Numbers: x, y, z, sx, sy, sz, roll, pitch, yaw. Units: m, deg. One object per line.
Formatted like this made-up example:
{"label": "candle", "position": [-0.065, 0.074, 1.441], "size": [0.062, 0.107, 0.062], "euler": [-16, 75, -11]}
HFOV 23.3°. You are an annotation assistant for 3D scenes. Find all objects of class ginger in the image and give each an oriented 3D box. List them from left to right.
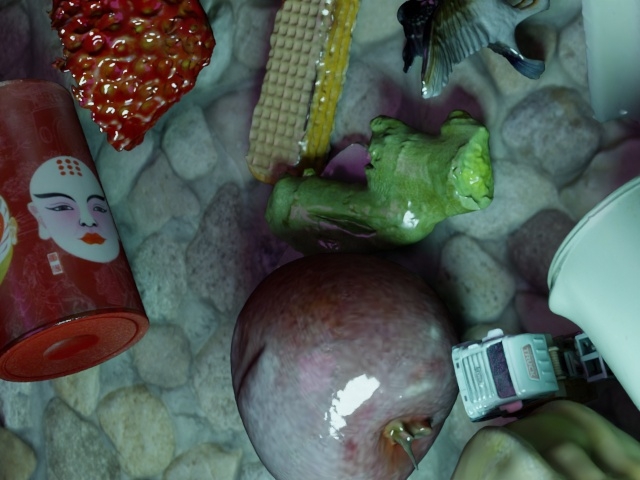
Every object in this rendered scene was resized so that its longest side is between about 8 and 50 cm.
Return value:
{"label": "ginger", "position": [0.063, -0.055, 1.669], "size": [0.290, 0.089, 0.137], "euler": [-29, 96, 36]}

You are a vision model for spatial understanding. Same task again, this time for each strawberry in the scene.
{"label": "strawberry", "position": [-0.216, -0.235, 1.894], "size": [0.178, 0.234, 0.234], "euler": [-20, 72, 7]}

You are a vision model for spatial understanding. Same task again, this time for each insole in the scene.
{"label": "insole", "position": [0.000, 0.000, 1.764], "size": [0.081, 0.011, 0.248], "euler": [38, 111, 19]}

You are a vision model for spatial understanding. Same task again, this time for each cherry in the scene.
{"label": "cherry", "position": [0.019, 0.133, 1.619], "size": [0.307, 0.221, 0.261], "euler": [50, 122, 48]}

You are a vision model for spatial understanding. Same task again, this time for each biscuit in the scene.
{"label": "biscuit", "position": [-0.008, -0.243, 1.762], "size": [0.094, 0.054, 0.378], "euler": [18, 100, 41]}

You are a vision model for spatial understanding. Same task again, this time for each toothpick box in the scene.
{"label": "toothpick box", "position": [-0.361, -0.012, 1.960], "size": [0.204, 0.204, 0.333], "euler": [-35, 67, 34]}

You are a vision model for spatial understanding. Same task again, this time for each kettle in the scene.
{"label": "kettle", "position": [0.377, 0.082, 1.320], "size": [0.265, 0.205, 0.318], "euler": [-52, 55, 29]}

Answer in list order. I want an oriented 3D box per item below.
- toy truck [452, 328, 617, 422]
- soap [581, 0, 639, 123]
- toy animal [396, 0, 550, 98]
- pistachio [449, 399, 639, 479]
{"label": "toy truck", "position": [0.213, 0.122, 1.473], "size": [0.115, 0.178, 0.080], "euler": [-23, 74, 36]}
{"label": "soap", "position": [0.378, -0.232, 1.423], "size": [0.258, 0.302, 0.159], "euler": [-29, 53, -11]}
{"label": "toy animal", "position": [0.147, -0.245, 1.571], "size": [0.272, 0.160, 0.197], "euler": [-149, 59, -77]}
{"label": "pistachio", "position": [0.217, 0.368, 1.373], "size": [0.365, 0.281, 0.445], "euler": [-158, 63, -66]}
